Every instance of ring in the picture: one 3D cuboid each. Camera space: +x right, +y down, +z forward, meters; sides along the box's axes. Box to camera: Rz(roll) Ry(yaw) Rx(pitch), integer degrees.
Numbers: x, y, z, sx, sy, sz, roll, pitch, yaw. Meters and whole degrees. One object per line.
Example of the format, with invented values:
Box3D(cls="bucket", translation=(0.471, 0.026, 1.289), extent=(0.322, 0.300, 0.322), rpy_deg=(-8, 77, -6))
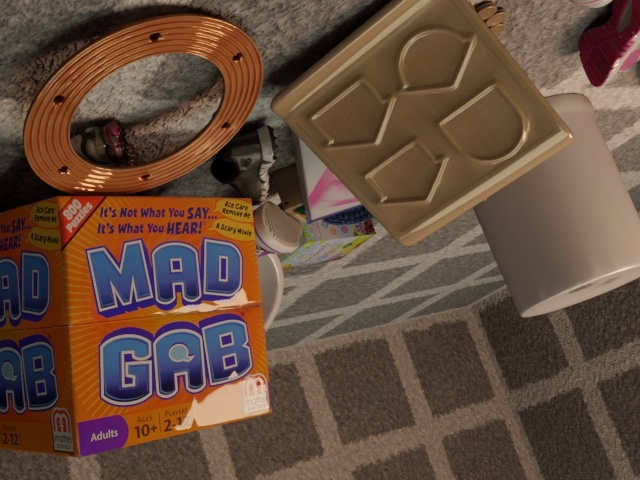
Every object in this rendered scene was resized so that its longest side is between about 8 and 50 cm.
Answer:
Box3D(cls="ring", translation=(-0.231, -0.176, 1.139), extent=(0.336, 0.032, 0.337), rpy_deg=(-26, 155, -13))

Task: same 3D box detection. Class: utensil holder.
Box3D(cls="utensil holder", translation=(0.498, -0.066, 1.843), extent=(0.327, 0.386, 0.328), rpy_deg=(-17, 164, -5))

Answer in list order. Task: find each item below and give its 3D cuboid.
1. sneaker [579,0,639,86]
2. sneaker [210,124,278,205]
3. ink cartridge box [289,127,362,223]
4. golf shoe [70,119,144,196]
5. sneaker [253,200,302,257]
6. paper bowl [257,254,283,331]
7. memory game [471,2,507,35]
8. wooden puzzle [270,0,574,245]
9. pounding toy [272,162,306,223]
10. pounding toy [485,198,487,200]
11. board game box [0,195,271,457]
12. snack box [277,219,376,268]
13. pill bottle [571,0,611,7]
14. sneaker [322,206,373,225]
Box3D(cls="sneaker", translation=(0.531, -0.346, 1.453), extent=(0.111, 0.103, 0.252), rpy_deg=(-13, 164, -15))
Box3D(cls="sneaker", translation=(-0.139, -0.122, 1.474), extent=(0.106, 0.078, 0.234), rpy_deg=(-10, 161, -13))
Box3D(cls="ink cartridge box", translation=(0.120, -0.145, 1.506), extent=(0.323, 0.072, 0.330), rpy_deg=(-18, 147, -6))
Box3D(cls="golf shoe", translation=(-0.320, -0.117, 1.292), extent=(0.085, 0.068, 0.186), rpy_deg=(-13, 155, 0))
Box3D(cls="sneaker", translation=(-0.125, 0.006, 1.620), extent=(0.161, 0.102, 0.282), rpy_deg=(-29, 178, 6))
Box3D(cls="paper bowl", translation=(-0.229, 0.101, 1.831), extent=(0.284, 0.285, 0.148), rpy_deg=(-6, -157, -40))
Box3D(cls="memory game", translation=(0.204, -0.314, 1.339), extent=(0.186, 0.012, 0.186), rpy_deg=(-18, 165, -5))
Box3D(cls="wooden puzzle", translation=(0.151, -0.187, 1.283), extent=(0.322, 0.081, 0.348), rpy_deg=(-34, 116, 27))
Box3D(cls="pounding toy", translation=(0.038, -0.108, 1.688), extent=(0.206, 0.094, 0.181), rpy_deg=(-22, 164, 11))
Box3D(cls="pounding toy", translation=(0.253, -0.138, 1.730), extent=(0.154, 0.155, 0.269), rpy_deg=(-9, 162, -48))
Box3D(cls="board game box", translation=(-0.340, 0.129, 1.387), extent=(0.356, 0.357, 0.356), rpy_deg=(-9, 175, 44))
Box3D(cls="snack box", translation=(0.000, 0.000, 2.061), extent=(0.207, 0.070, 0.174), rpy_deg=(-6, 161, -34))
Box3D(cls="pill bottle", translation=(0.362, -0.376, 1.176), extent=(0.087, 0.087, 0.160), rpy_deg=(-27, 163, 26))
Box3D(cls="sneaker", translation=(0.106, -0.081, 1.888), extent=(0.232, 0.082, 0.090), rpy_deg=(-13, 176, -3))
